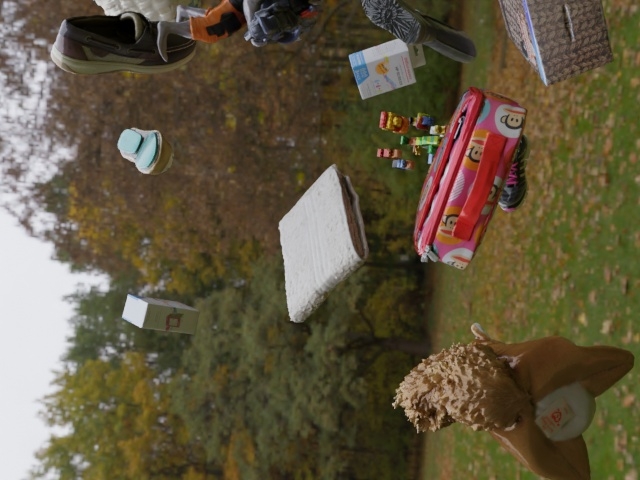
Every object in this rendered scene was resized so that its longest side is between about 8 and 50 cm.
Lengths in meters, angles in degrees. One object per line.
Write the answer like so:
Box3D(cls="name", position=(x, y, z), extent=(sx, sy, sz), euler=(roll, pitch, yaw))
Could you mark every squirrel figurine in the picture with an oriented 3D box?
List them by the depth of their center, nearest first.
Box3D(cls="squirrel figurine", position=(0.356, 0.285, 1.637), extent=(0.370, 0.397, 0.281), euler=(-147, 68, -71))

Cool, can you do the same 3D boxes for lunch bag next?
Box3D(cls="lunch bag", position=(0.247, -0.101, 1.322), extent=(0.258, 0.120, 0.293), euler=(-69, -3, -74))

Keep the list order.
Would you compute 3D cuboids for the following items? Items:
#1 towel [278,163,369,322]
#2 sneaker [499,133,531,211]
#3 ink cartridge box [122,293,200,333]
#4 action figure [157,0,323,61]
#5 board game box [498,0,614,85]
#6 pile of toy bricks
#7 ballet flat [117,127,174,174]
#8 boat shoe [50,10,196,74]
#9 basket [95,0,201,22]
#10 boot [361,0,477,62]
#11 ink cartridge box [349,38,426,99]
Box3D(cls="towel", position=(0.000, 0.000, 1.426), extent=(0.187, 0.049, 0.282), euler=(-47, 30, 28))
Box3D(cls="sneaker", position=(0.359, -0.140, 1.510), extent=(0.075, 0.063, 0.170), euler=(35, -119, -50))
Box3D(cls="ink cartridge box", position=(-0.315, 0.147, 1.577), extent=(0.122, 0.088, 0.052), euler=(15, -91, -40))
Box3D(cls="action figure", position=(-0.132, -0.419, 1.395), extent=(0.341, 0.330, 0.178), euler=(-70, -37, -76))
Box3D(cls="board game box", position=(0.468, -0.497, 1.649), extent=(0.291, 0.141, 0.232), euler=(-97, -15, -57))
Box3D(cls="pile of toy bricks", position=(0.219, -0.197, 1.599), extent=(0.212, 0.105, 0.118), euler=(7, -90, -39))
Box3D(cls="ballet flat", position=(-0.305, -0.163, 1.455), extent=(0.080, 0.073, 0.232), euler=(-62, 32, 3))
Box3D(cls="boat shoe", position=(-0.337, -0.360, 1.420), extent=(0.103, 0.285, 0.092), euler=(54, 137, 23))
Box3D(cls="basket", position=(-0.380, -0.570, 1.650), extent=(0.255, 0.201, 0.289), euler=(-74, -31, -58))
Box3D(cls="boot", position=(0.197, -0.428, 1.563), extent=(0.208, 0.189, 0.076), euler=(-9, -34, -47))
Box3D(cls="ink cartridge box", position=(0.174, -0.435, 1.987), extent=(0.104, 0.181, 0.061), euler=(65, -169, -47))
